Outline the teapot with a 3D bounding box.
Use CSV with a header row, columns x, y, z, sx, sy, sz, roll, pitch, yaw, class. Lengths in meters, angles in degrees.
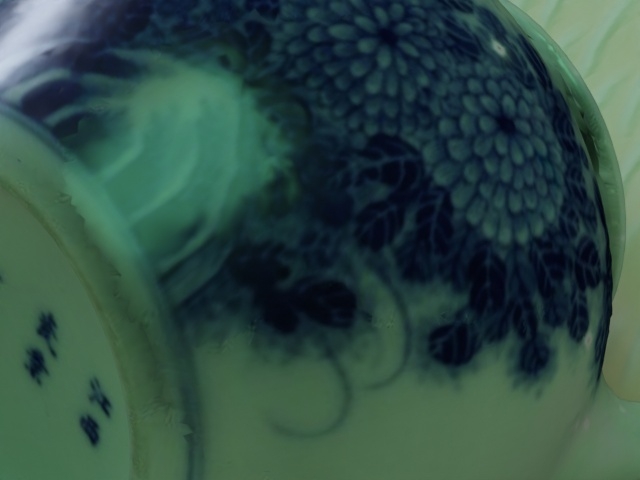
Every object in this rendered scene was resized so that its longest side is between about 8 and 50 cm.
x,y,z,sx,sy,sz,roll,pitch,yaw,class
0.000,0.000,0.639,0.280,0.252,0.424,-22,55,-40,teapot
